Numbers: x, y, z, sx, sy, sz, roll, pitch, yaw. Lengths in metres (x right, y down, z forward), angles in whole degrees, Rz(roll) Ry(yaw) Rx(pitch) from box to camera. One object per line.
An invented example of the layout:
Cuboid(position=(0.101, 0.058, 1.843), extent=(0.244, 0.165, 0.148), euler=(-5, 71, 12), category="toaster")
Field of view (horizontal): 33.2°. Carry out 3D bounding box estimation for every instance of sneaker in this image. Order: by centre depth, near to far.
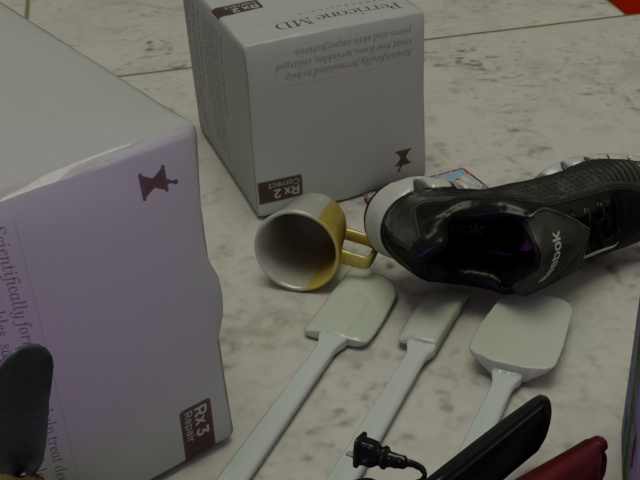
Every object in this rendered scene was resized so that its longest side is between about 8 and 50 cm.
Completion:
Cuboid(position=(0.154, -0.005, 0.733), extent=(0.234, 0.078, 0.106), euler=(-6, 24, -10), category="sneaker")

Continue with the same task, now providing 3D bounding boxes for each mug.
Cuboid(position=(-0.004, 0.001, 0.781), extent=(0.078, 0.062, 0.064), euler=(43, 27, -6), category="mug")

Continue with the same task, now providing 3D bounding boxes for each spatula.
Cuboid(position=(0.049, 0.091, 0.658), extent=(0.168, 0.019, 0.242), euler=(12, 35, 21), category="spatula")

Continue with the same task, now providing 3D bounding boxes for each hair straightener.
Cuboid(position=(0.035, 0.143, 0.548), extent=(0.230, 0.047, 0.089), euler=(-28, 42, -21), category="hair straightener")

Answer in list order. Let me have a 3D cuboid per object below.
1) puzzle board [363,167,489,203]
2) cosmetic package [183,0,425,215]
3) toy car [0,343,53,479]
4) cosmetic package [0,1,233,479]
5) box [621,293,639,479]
Cuboid(position=(0.105, -0.020, 0.838), extent=(0.096, 0.011, 0.128), euler=(-17, 35, -20), category="puzzle board")
Cuboid(position=(-0.016, -0.139, 0.903), extent=(0.151, 0.151, 0.184), euler=(-15, 34, -17), category="cosmetic package")
Cuboid(position=(-0.152, 0.132, 0.450), extent=(0.155, 0.188, 0.149), euler=(-24, 38, -30), category="toy car")
Cuboid(position=(-0.222, -0.020, 0.677), extent=(0.156, 0.217, 0.385), euler=(-23, 35, -27), category="cosmetic package")
Cuboid(position=(0.200, 0.069, 0.456), extent=(0.126, 0.262, 0.231), euler=(5, 32, 11), category="box")
